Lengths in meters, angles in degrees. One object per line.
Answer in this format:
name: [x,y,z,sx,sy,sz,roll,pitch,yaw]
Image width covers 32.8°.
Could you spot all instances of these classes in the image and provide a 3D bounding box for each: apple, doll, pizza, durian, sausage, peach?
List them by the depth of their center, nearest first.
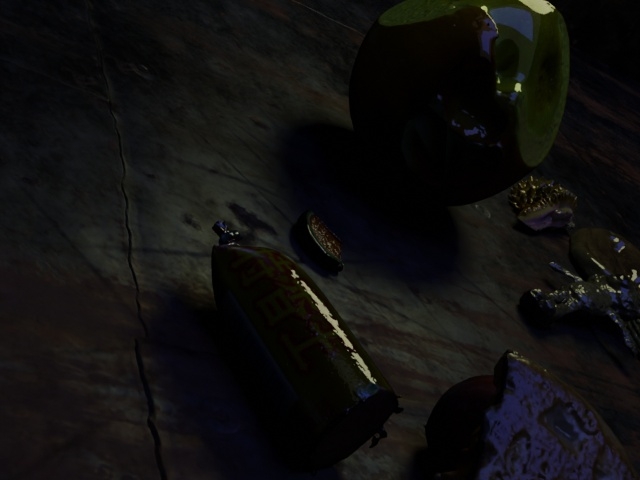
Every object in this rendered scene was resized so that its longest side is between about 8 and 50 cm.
pizza: [0.224,0.313,1.103,0.277,0.114,0.409,-13,71,-22]
sausage: [-0.035,0.094,1.202,0.125,0.117,0.317,-1,46,-43]
peach: [0.192,0.234,1.269,0.152,0.152,0.152,29,28,-17]
apple: [0.228,-0.244,1.760,0.374,0.384,0.374,37,22,-18]
doll: [0.440,0.095,1.841,0.285,0.091,0.203,13,23,-22]
durian: [0.428,-0.074,2.080,0.140,0.078,0.224,44,26,13]

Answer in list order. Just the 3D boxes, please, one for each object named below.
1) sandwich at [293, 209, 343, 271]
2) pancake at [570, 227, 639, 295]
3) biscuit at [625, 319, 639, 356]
sandwich: [0.000,0.003,1.499,0.101,0.026,0.069,47,24,10]
pancake: [0.601,0.076,2.092,0.294,0.049,0.294,28,29,-17]
biscuit: [0.664,0.226,1.928,0.252,0.052,0.150,25,29,-25]
